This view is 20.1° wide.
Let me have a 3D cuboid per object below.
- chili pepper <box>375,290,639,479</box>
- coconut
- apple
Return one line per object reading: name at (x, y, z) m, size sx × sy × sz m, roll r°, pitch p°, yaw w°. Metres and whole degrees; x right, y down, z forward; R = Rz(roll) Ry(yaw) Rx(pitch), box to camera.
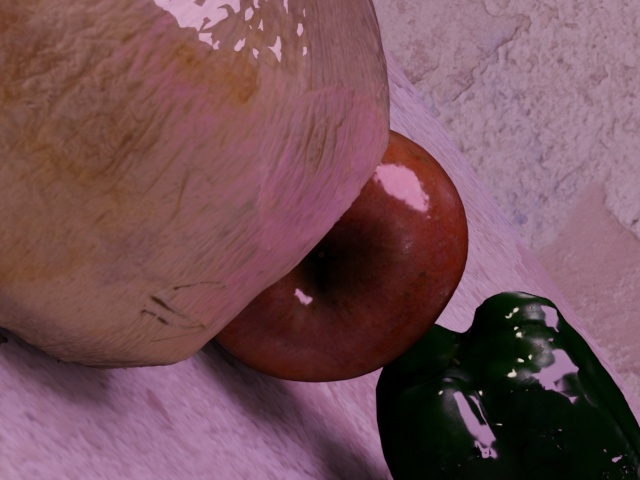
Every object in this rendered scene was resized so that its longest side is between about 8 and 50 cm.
chili pepper at (0.169, 0.188, 1.571) m, size 0.248 × 0.233 × 0.256 m, roll -122°, pitch -172°, yaw -72°
coconut at (-0.134, -0.143, 1.267) m, size 0.404 × 0.404 × 0.404 m, roll 46°, pitch 13°, yaw -14°
apple at (0.000, 0.000, 1.559) m, size 0.253 × 0.253 × 0.253 m, roll 46°, pitch 13°, yaw -14°
